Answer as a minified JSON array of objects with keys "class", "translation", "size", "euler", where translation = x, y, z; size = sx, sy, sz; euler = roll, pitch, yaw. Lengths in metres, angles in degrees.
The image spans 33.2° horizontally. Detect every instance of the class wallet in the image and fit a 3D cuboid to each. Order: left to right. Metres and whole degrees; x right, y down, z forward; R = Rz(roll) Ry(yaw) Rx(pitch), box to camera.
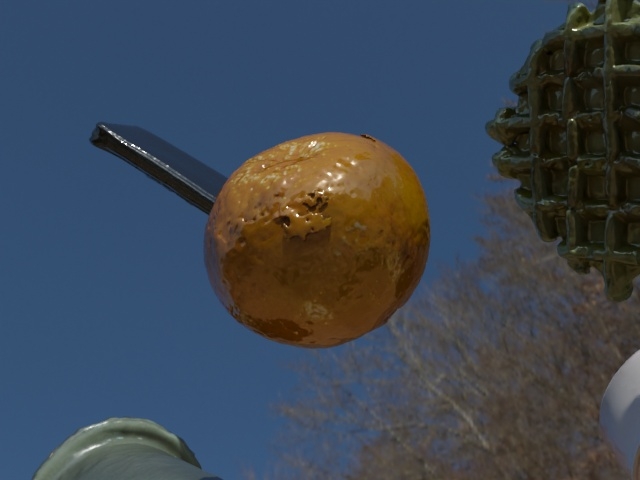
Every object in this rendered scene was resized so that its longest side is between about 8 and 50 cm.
[{"class":"wallet","translation":[-0.163,-0.074,1.295],"size":[0.250,0.149,0.044],"euler":[31,-82,10]}]

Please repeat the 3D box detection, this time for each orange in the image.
[{"class":"orange","translation":[-0.002,-0.001,1.002],"size":[0.219,0.219,0.193],"euler":[-21,-86,11]}]

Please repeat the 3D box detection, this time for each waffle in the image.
[{"class":"waffle","translation":[0.317,-0.109,1.120],"size":[0.056,0.309,0.292],"euler":[-3,-37,-46]}]

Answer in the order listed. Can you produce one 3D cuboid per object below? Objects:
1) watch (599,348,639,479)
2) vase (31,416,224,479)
[{"class":"watch","translation":[0.439,0.234,1.183],"size":[0.231,0.196,0.244],"euler":[-4,-63,-10]},{"class":"vase","translation":[-0.151,0.319,1.112],"size":[0.245,0.245,0.291],"euler":[41,-24,-29]}]
